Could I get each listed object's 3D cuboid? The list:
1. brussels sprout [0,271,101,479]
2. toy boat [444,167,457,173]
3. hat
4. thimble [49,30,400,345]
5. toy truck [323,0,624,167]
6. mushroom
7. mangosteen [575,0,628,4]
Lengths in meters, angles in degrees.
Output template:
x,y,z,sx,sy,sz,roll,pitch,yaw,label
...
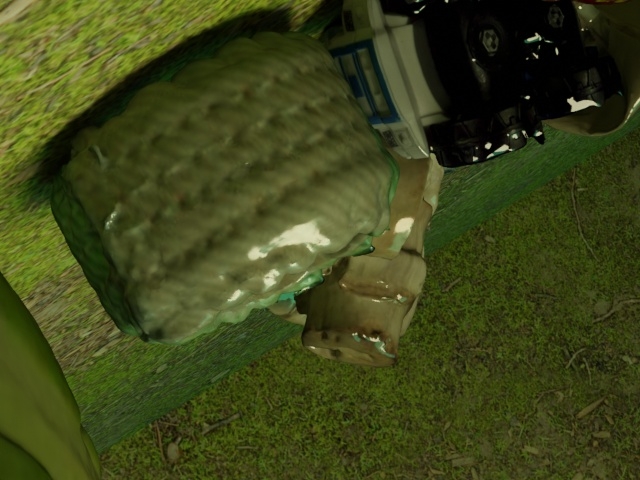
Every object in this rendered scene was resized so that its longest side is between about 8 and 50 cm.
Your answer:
x,y,z,sx,sy,sz,roll,pitch,yaw,label
-0.239,0.120,0.647,0.371,0.276,0.315,6,124,-45,brussels sprout
0.029,-0.074,1.525,0.208,0.079,0.134,-17,176,20,toy boat
0.237,-0.170,1.376,0.173,0.166,0.144,-15,137,-59,hat
-0.062,-0.028,1.064,0.219,0.150,0.219,-29,174,-3,thimble
0.093,-0.143,1.158,0.213,0.161,0.177,-28,-167,-36,toy truck
0.000,0.000,1.347,0.253,0.189,0.195,75,26,-64,mushroom
0.154,-0.222,0.962,0.146,0.181,0.156,30,103,-35,mangosteen
